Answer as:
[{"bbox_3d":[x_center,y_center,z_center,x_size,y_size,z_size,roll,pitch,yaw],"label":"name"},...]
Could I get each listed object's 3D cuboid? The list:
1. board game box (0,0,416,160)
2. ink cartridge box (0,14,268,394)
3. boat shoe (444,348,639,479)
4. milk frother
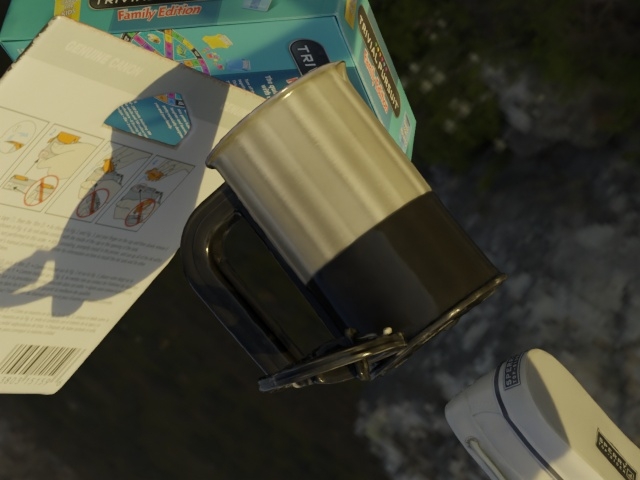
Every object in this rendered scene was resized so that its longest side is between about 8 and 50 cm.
[{"bbox_3d":[-0.102,-0.154,1.600,0.336,0.079,0.253,-2,146,18],"label":"board game box"},{"bbox_3d":[-0.159,-0.019,0.883,0.060,0.239,0.275,45,-168,20],"label":"ink cartridge box"},{"bbox_3d":[0.190,0.195,1.165,0.088,0.096,0.267,-31,113,31],"label":"boat shoe"},{"bbox_3d":[0.000,0.000,0.759,0.134,0.129,0.143,52,175,7],"label":"milk frother"}]
